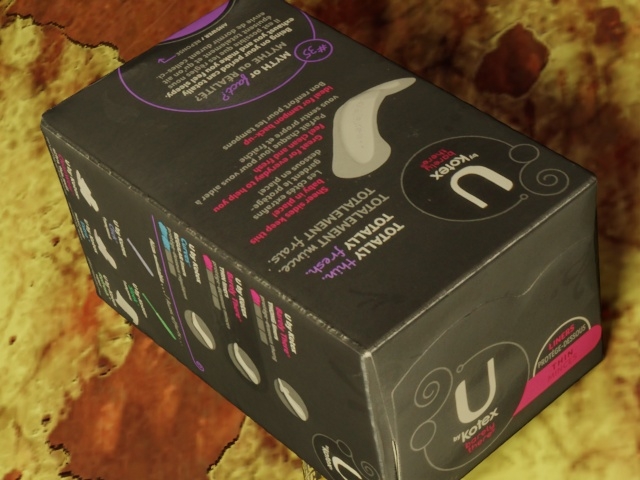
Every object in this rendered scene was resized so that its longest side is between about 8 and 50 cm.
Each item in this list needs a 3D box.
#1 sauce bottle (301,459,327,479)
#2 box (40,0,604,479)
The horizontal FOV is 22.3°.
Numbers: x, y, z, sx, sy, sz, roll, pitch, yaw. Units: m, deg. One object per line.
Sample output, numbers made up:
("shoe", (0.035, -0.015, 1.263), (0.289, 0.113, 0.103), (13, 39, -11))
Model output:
("sauce bottle", (0.009, 0.117, 0.900), (0.042, 0.042, 0.128), (-22, 50, 15))
("box", (0.000, 0.000, 0.881), (0.165, 0.143, 0.270), (-35, 48, -24))
